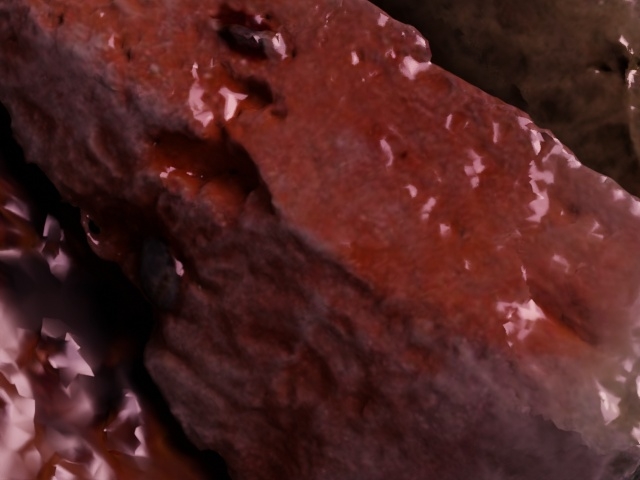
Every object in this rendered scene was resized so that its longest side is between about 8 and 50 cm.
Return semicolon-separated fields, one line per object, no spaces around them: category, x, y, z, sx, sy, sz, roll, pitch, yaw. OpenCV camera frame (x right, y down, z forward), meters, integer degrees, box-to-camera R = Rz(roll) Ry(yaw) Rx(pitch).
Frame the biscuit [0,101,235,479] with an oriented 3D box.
biscuit;-0.110;0.000;0.487;0.289;0.081;0.334;33;46;-25

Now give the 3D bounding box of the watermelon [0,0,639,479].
watermelon;0.000;0.000;0.454;0.241;0.154;0.094;47;39;4

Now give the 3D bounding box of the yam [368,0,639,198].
yam;0.122;-0.080;0.682;0.300;0.195;0.195;51;39;-1
